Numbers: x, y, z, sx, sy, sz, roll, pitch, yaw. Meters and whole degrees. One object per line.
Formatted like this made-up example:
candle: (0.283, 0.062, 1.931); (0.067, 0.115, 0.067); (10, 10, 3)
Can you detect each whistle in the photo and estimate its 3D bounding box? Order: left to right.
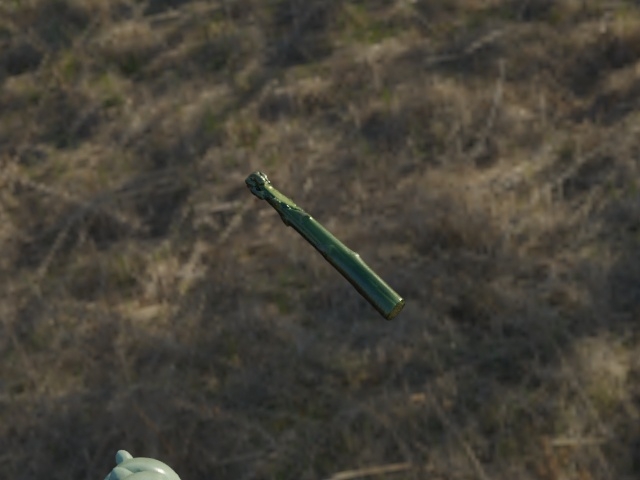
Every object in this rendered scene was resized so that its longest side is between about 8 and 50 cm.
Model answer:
whistle: (-0.176, 0.279, 1.509); (0.102, 0.105, 0.253); (30, 4, -11)

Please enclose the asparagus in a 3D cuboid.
asparagus: (0.000, 0.000, 0.856); (0.015, 0.018, 0.127); (-28, 58, -32)
